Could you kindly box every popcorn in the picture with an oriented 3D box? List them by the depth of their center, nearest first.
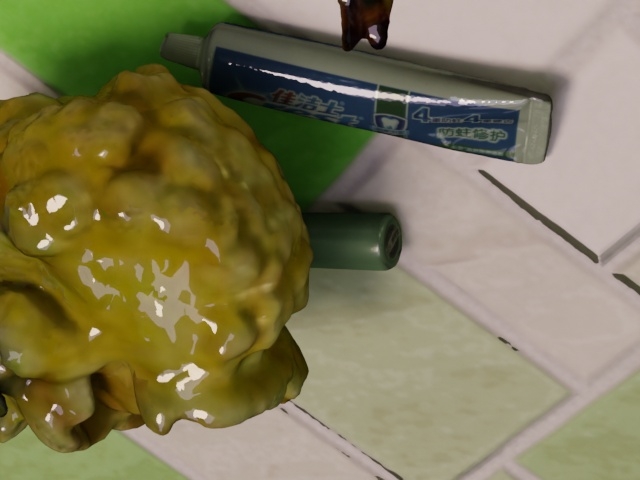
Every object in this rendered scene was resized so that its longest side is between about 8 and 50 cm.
[{"bbox_3d":[-0.103,0.014,0.818,0.218,0.169,0.189,-4,103,52],"label":"popcorn"}]

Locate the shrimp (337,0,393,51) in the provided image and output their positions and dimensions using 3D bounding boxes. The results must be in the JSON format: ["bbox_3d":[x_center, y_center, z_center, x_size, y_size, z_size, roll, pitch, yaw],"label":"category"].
[{"bbox_3d":[-0.006,-0.211,0.672,0.117,0.066,0.262,16,121,31],"label":"shrimp"}]

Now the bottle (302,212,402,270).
[{"bbox_3d":[0.000,0.000,0.872,0.083,0.030,0.030,1,129,25],"label":"bottle"}]

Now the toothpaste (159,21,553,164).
[{"bbox_3d":[0.015,-0.074,0.800,0.197,0.034,0.057,14,149,11],"label":"toothpaste"}]
